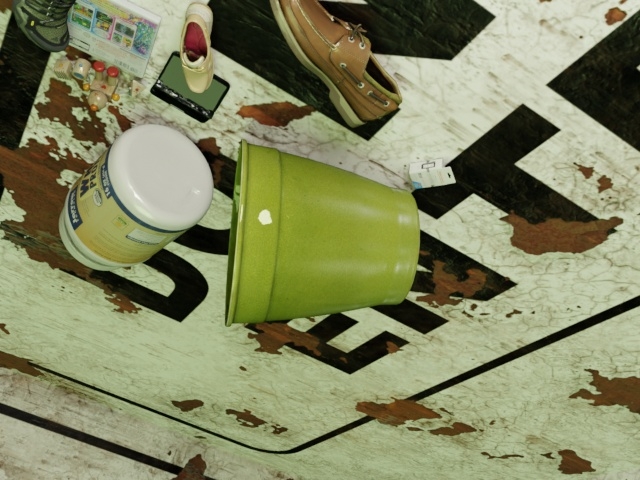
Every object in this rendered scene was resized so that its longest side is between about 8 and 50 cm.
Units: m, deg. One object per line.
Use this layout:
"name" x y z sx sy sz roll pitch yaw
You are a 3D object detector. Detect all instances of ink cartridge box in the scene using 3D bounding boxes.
"ink cartridge box" 0.223 -0.133 1.313 0.083 0.028 0.048 -6 140 23

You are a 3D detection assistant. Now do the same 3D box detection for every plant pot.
"plant pot" 0.000 0.000 1.324 0.352 0.367 0.367 5 144 -9

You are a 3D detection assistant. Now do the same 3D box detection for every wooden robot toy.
"wooden robot toy" -0.422 -0.286 1.243 0.173 0.079 0.076 18 159 -9

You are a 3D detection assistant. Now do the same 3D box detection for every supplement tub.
"supplement tub" -0.397 -0.078 1.395 0.228 0.228 0.316 34 137 -27

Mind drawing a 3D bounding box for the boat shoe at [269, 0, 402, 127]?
"boat shoe" 0.034 -0.315 1.079 0.104 0.111 0.307 -15 145 26

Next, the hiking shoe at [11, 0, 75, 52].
"hiking shoe" -0.441 -0.398 1.082 0.114 0.086 0.227 26 143 17

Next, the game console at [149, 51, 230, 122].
"game console" -0.249 -0.288 1.260 0.122 0.071 0.107 29 170 -20

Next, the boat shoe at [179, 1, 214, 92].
"boat shoe" -0.219 -0.324 1.151 0.062 0.059 0.170 9 137 0

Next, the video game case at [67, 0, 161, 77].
"video game case" -0.374 -0.375 1.177 0.157 0.019 0.143 24 141 -13
